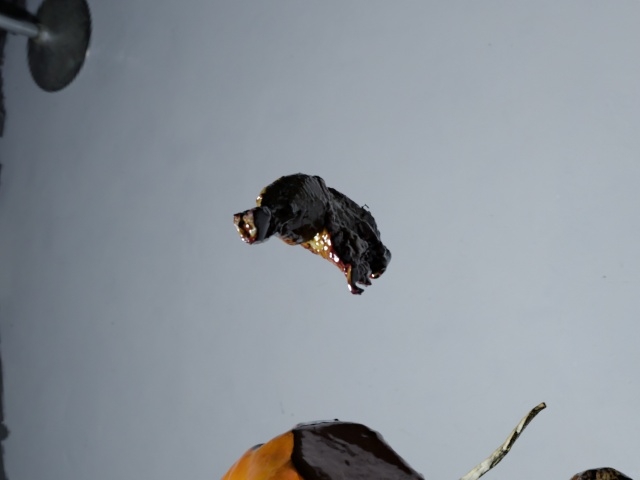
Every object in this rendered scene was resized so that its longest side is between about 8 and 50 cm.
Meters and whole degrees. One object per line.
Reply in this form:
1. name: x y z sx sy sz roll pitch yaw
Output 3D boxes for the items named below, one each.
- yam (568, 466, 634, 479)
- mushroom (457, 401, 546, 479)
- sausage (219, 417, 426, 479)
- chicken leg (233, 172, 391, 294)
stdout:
1. yam: 0.251 0.250 0.599 0.079 0.141 0.079 -9 58 14
2. mushroom: 0.172 0.296 0.815 0.286 0.026 0.028 -44 71 -11
3. sausage: 0.035 0.187 0.328 0.258 0.133 0.133 30 105 44
4. chicken leg: -0.005 -0.010 0.942 0.083 0.323 0.177 -39 42 24
